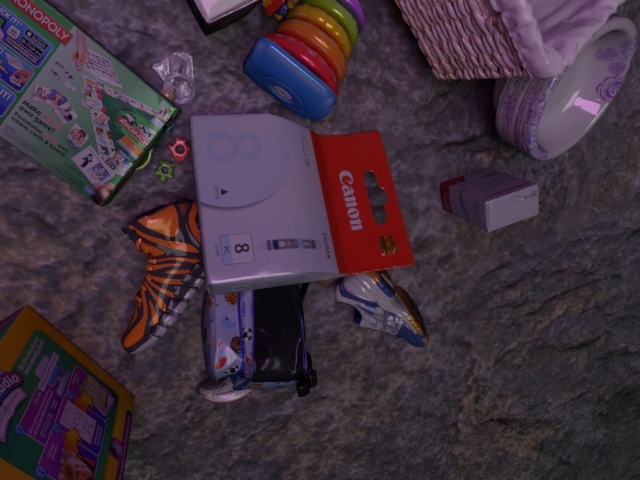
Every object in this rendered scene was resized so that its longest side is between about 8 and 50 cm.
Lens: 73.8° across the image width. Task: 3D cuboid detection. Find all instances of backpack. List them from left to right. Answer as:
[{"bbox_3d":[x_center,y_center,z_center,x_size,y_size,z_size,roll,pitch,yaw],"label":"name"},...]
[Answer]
[{"bbox_3d":[-0.128,0.178,0.841,0.213,0.276,0.263,3,152,-11],"label":"backpack"}]

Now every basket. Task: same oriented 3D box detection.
[{"bbox_3d":[0.301,-0.478,0.685,0.331,0.266,0.328,-47,119,-10],"label":"basket"}]

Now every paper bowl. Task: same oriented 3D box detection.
[{"bbox_3d":[0.474,-0.320,0.869,0.284,0.148,0.284,-22,138,-22],"label":"paper bowl"}]

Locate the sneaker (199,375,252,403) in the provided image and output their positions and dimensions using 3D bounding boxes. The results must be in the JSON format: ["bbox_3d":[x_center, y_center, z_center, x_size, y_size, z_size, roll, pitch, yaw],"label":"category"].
[{"bbox_3d":[-0.172,0.294,0.984,0.225,0.088,0.092,-23,108,-16],"label":"sneaker"}]

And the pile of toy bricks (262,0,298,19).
[{"bbox_3d":[-0.049,-0.432,0.651,0.118,0.212,0.105,-28,121,31],"label":"pile of toy bricks"}]

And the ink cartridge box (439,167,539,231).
[{"bbox_3d":[0.367,-0.094,0.940,0.128,0.175,0.072,-19,114,-9],"label":"ink cartridge box"}]

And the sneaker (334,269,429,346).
[{"bbox_3d":[0.149,0.170,1.031,0.131,0.111,0.296,-34,116,17],"label":"sneaker"}]

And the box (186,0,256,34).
[{"bbox_3d":[-0.153,-0.374,0.615,0.094,0.275,0.113,-28,115,-2],"label":"box"}]

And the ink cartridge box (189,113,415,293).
[{"bbox_3d":[-0.026,-0.082,0.776,0.385,0.091,0.307,-7,72,-13],"label":"ink cartridge box"}]

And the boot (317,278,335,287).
[{"bbox_3d":[0.000,0.000,0.924,0.152,0.073,0.197,-49,128,6],"label":"boot"}]

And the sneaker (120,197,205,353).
[{"bbox_3d":[-0.325,0.054,0.828,0.180,0.125,0.321,38,85,-22],"label":"sneaker"}]

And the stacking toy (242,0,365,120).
[{"bbox_3d":[0.011,-0.380,0.752,0.166,0.175,0.301,33,84,-20],"label":"stacking toy"}]

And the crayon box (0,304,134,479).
[{"bbox_3d":[-0.485,0.328,0.736,0.106,0.363,0.313,-36,116,-2],"label":"crayon box"}]

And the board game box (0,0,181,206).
[{"bbox_3d":[-0.422,-0.235,0.684,0.317,0.046,0.213,39,94,-15],"label":"board game box"}]

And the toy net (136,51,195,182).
[{"bbox_3d":[-0.275,-0.221,0.765,0.122,0.045,0.232,27,100,-23],"label":"toy net"}]
